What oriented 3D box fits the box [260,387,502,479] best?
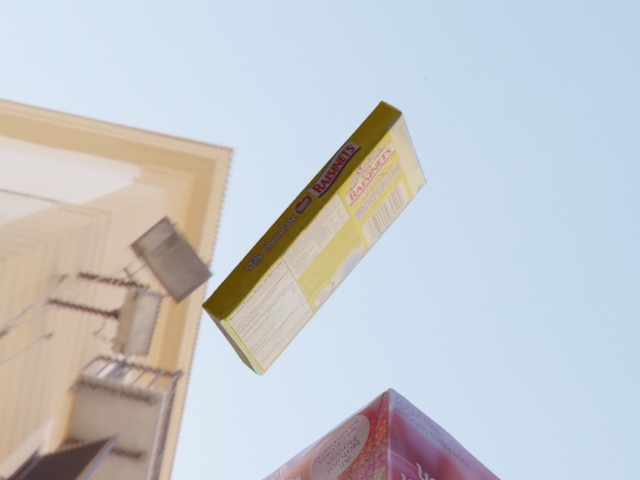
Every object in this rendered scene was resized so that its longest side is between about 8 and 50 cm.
[{"bbox_3d":[0.077,0.232,0.646,0.154,0.142,0.300,-38,-66,24],"label":"box"}]

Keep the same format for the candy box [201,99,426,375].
[{"bbox_3d":[0.000,0.000,1.062,0.027,0.105,0.206,33,-105,31],"label":"candy box"}]
